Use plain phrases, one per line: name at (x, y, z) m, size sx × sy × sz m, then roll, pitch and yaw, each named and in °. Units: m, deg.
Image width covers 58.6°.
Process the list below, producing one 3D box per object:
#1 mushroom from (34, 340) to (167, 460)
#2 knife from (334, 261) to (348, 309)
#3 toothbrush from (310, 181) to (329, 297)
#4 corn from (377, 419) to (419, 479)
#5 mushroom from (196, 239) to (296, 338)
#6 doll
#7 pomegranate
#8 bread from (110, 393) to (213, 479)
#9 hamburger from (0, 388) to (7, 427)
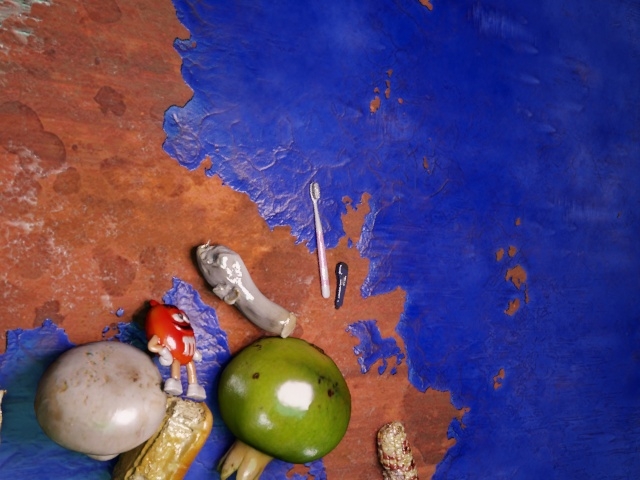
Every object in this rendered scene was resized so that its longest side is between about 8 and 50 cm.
mushroom at (-0.421, 0.324, 1.093) m, size 0.244 × 0.244 × 0.243 m, roll -1°, pitch 91°, yaw -27°
knife at (0.050, 0.113, 1.423) m, size 0.031 × 0.018 × 0.121 m, roll 8°, pitch 88°, yaw -34°
toothbrush at (0.000, 0.000, 1.392) m, size 0.020 × 0.025 × 0.286 m, roll -9°, pitch 95°, yaw -26°
corn at (0.204, 0.603, 1.465) m, size 0.098 × 0.098 × 0.289 m, roll -17°, pitch 97°, yaw -26°
mushroom at (-0.166, 0.109, 1.255) m, size 0.096 × 0.099 × 0.278 m, roll -41°, pitch 94°, yaw 17°
doll at (-0.297, 0.216, 1.179) m, size 0.085 × 0.183 × 0.217 m, roll -26°, pitch 65°, yaw 6°
pomegranate at (-0.085, 0.391, 1.249) m, size 0.310 × 0.216 × 0.358 m, roll 38°, pitch 75°, yaw -25°
bread at (-0.320, 0.428, 1.154) m, size 0.121 × 0.174 × 0.245 m, roll 42°, pitch 72°, yaw -25°
hamburger at (-0.656, 0.270, 0.991) m, size 0.155 × 0.245 × 0.282 m, roll -7°, pitch 49°, yaw -51°
